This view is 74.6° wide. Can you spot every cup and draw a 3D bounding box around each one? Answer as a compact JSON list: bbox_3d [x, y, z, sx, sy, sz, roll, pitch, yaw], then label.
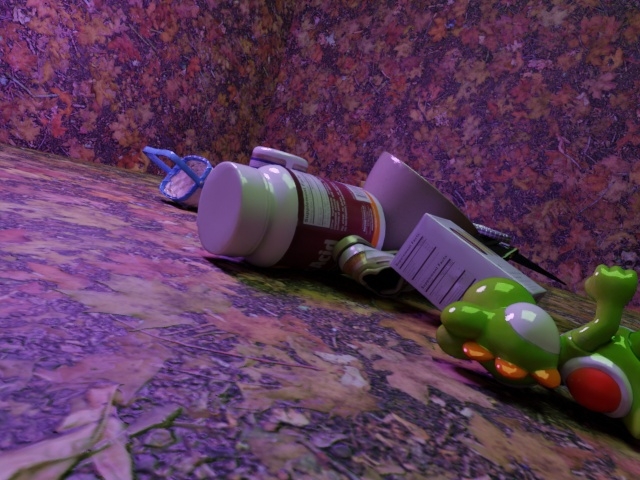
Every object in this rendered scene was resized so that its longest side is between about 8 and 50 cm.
[{"bbox_3d":[0.220,-0.044,1.149,0.331,0.237,0.331,39,10,-8],"label":"cup"}]

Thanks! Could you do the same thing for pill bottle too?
[{"bbox_3d":[-0.137,-0.103,1.122,0.153,0.265,0.153,16,5,-1],"label":"pill bottle"},{"bbox_3d":[-0.057,-0.043,0.956,0.392,0.224,0.224,8,9,-40],"label":"pill bottle"}]

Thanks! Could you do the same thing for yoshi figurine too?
[{"bbox_3d":[0.353,0.138,0.598,0.362,0.204,0.203,14,-10,12],"label":"yoshi figurine"}]

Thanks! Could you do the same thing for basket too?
[{"bbox_3d":[-0.520,-0.244,1.598,0.254,0.201,0.289,20,-23,46],"label":"basket"}]

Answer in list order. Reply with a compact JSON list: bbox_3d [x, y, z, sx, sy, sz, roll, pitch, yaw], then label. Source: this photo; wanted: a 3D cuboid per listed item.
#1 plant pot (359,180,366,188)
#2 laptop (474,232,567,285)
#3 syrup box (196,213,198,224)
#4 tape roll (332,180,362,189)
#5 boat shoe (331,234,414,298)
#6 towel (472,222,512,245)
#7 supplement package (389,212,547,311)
[{"bbox_3d":[0.281,-0.097,1.946,0.274,0.293,0.275,15,7,-2],"label":"plant pot"},{"bbox_3d":[0.434,0.081,1.292,0.408,0.236,0.382,-31,28,-12],"label":"laptop"},{"bbox_3d":[-0.244,-0.063,1.282,0.237,0.096,0.093,16,8,7],"label":"syrup box"},{"bbox_3d":[0.085,-0.065,1.417,0.169,0.246,0.246,17,6,21],"label":"tape roll"},{"bbox_3d":[0.152,0.082,0.967,0.302,0.113,0.103,18,29,-43],"label":"boat shoe"},{"bbox_3d":[0.555,0.048,1.610,0.283,0.235,0.121,15,12,1],"label":"towel"},{"bbox_3d":[0.285,0.073,0.828,0.244,0.134,0.139,44,21,31],"label":"supplement package"}]
